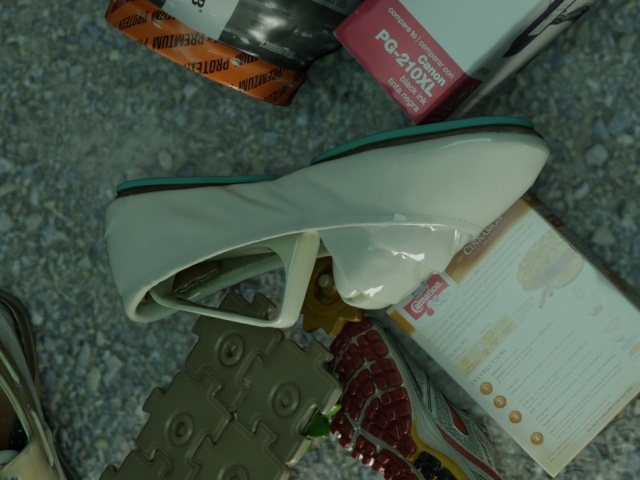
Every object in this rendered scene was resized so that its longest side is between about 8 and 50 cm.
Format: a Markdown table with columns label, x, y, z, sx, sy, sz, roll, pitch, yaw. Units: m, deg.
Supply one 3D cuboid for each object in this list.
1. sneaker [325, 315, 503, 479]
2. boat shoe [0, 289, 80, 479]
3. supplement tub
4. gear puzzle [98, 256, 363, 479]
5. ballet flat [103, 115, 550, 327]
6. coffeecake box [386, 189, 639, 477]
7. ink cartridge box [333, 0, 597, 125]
| label | x | y | z | sx | sy | sz | roll | pitch | yaw |
| --- | --- | --- | --- | --- | --- | --- | --- | --- | --- |
| sneaker | 0.079 | 0.159 | 1.504 | 0.088 | 0.093 | 0.225 | -44 | 66 | 32 |
| boat shoe | -0.272 | 0.192 | 1.579 | 0.113 | 0.103 | 0.302 | -19 | 88 | 15 |
| supplement tub | -0.023 | -0.288 | 1.441 | 0.207 | 0.207 | 0.338 | 28 | 98 | 12 |
| gear puzzle | -0.057 | 0.138 | 1.535 | 0.175 | 0.044 | 0.339 | 38 | 99 | 42 |
| ballet flat | 0.000 | 0.000 | 1.447 | 0.400 | 0.139 | 0.139 | -9 | 90 | 33 |
| coffeecake box | 0.169 | 0.067 | 1.477 | 0.185 | 0.068 | 0.142 | 45 | 103 | 9 |
| ink cartridge box | 0.143 | -0.199 | 1.419 | 0.237 | 0.172 | 0.100 | -43 | 82 | 12 |
